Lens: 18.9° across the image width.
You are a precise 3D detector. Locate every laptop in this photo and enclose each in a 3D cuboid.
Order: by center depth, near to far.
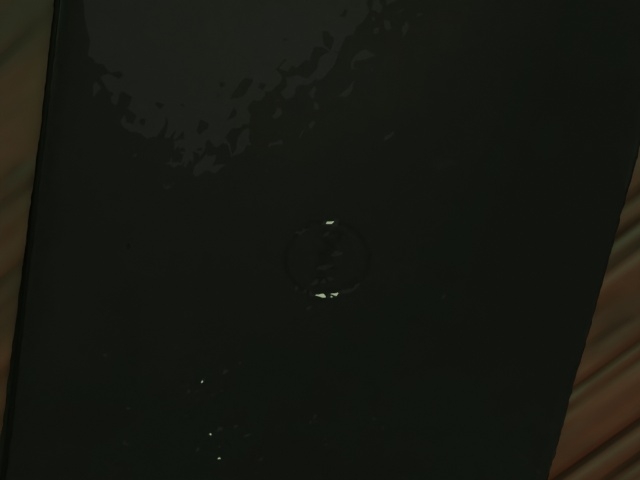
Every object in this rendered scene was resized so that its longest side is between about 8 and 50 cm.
[{"bbox_3d":[0.000,0.000,0.441,0.135,0.016,0.197,9,118,-5],"label":"laptop"}]
